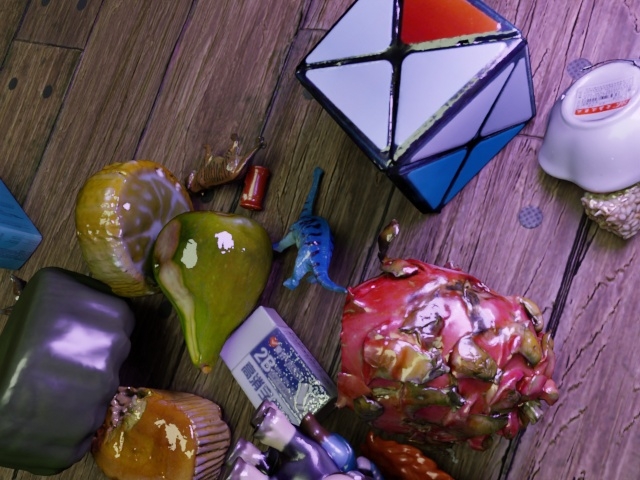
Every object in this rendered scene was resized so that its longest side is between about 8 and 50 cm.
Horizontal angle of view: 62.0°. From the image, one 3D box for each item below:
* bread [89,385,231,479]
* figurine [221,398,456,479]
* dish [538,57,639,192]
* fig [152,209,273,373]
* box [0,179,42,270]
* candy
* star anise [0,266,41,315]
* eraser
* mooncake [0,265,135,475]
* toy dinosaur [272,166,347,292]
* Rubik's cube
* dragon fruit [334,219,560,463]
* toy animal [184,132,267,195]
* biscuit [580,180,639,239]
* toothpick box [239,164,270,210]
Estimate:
[{"bbox_3d":[-0.291,0.356,0.953,0.250,0.133,0.179,11,87,27],"label":"bread"},{"bbox_3d":[0.060,0.353,0.673,0.306,0.412,0.241,-8,44,48],"label":"figurine"},{"bbox_3d":[0.398,-0.181,0.733,0.229,0.081,0.229,-28,44,30],"label":"dish"},{"bbox_3d":[-0.188,0.090,0.926,0.206,0.206,0.275,-5,78,24],"label":"fig"},{"bbox_3d":[-0.838,-0.076,1.264,0.311,0.205,0.118,43,95,25],"label":"box"},{"bbox_3d":[-0.331,-0.020,0.986,0.118,0.260,0.259,-5,76,22],"label":"candy"},{"bbox_3d":[-0.645,0.150,1.199,0.181,0.061,0.204,21,93,15],"label":"star anise"},{"bbox_3d":[-0.073,0.229,0.915,0.124,0.068,0.210,-46,63,8],"label":"eraser"},{"bbox_3d":[-0.481,0.234,0.970,0.356,0.194,0.356,-34,44,40],"label":"mooncake"},{"bbox_3d":[-0.016,0.014,0.912,0.144,0.076,0.329,-53,28,31],"label":"toy dinosaur"},{"bbox_3d":[0.151,-0.224,0.813,0.248,0.246,0.250,-44,65,11],"label":"Rubik's cube"},{"bbox_3d":[0.171,0.148,0.731,0.291,0.250,0.269,1,54,10],"label":"dragon fruit"},{"bbox_3d":[-0.185,-0.146,1.038,0.241,0.057,0.099,-5,65,45],"label":"toy animal"},{"bbox_3d":[0.446,-0.084,0.742,0.168,0.082,0.070,-50,36,7],"label":"biscuit"},{"bbox_3d":[-0.127,-0.099,1.025,0.047,0.047,0.083,8,82,26],"label":"toothpick box"}]
